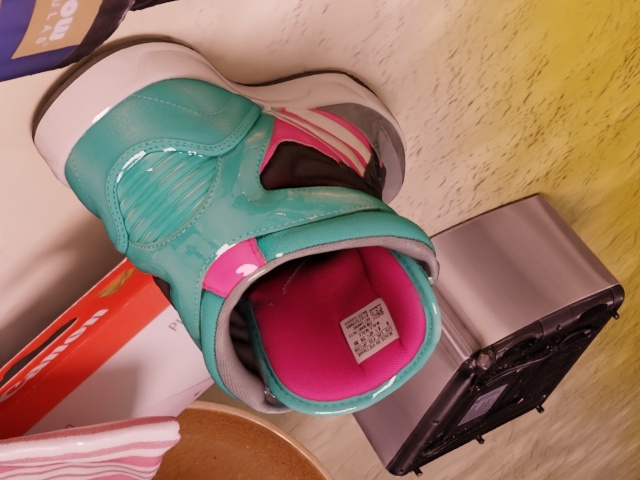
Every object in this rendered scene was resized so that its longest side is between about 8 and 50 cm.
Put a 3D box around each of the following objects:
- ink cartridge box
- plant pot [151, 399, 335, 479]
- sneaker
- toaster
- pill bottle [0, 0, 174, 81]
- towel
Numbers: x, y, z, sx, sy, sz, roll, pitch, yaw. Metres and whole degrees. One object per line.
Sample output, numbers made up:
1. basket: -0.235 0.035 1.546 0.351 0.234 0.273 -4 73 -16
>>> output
1. ink cartridge box: -0.112 0.076 1.079 0.189 0.066 0.232 -41 176 13
2. plant pot: -0.122 0.258 1.323 0.237 0.237 0.254 -24 170 -32
3. sneaker: 0.000 0.000 0.975 0.124 0.178 0.295 -45 159 20
4. toaster: 0.115 0.067 1.415 0.168 0.110 0.185 -23 156 -35
5. pill bottle: -0.131 -0.104 0.607 0.219 0.123 0.123 -20 154 -43
6. towel: -0.160 0.146 1.060 0.144 0.029 0.197 -9 159 -20
